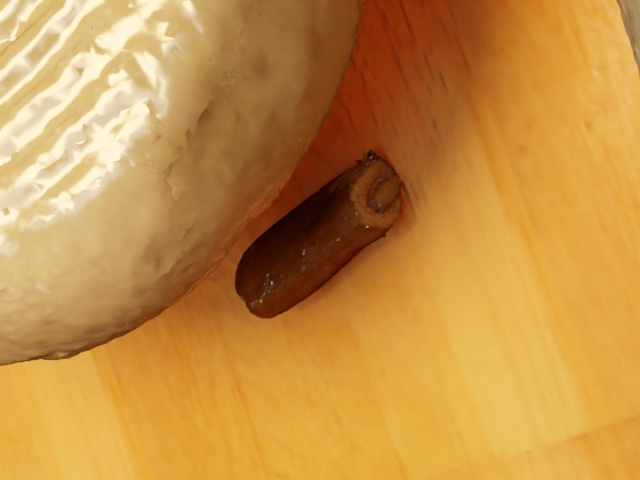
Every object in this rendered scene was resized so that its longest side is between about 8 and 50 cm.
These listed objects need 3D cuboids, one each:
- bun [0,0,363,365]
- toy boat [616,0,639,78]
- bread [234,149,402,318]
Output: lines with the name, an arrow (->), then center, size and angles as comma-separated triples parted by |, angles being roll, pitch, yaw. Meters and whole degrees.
bun -> -0.133, -0.116, 0.714 | 0.365, 0.219, 0.365 | -3, 82, 22
toy boat -> 0.171, -0.054, 0.610 | 0.282, 0.096, 0.206 | 55, 149, 27
bread -> 0.000, 0.000, 0.751 | 0.036, 0.047, 0.083 | 42, 123, -14
